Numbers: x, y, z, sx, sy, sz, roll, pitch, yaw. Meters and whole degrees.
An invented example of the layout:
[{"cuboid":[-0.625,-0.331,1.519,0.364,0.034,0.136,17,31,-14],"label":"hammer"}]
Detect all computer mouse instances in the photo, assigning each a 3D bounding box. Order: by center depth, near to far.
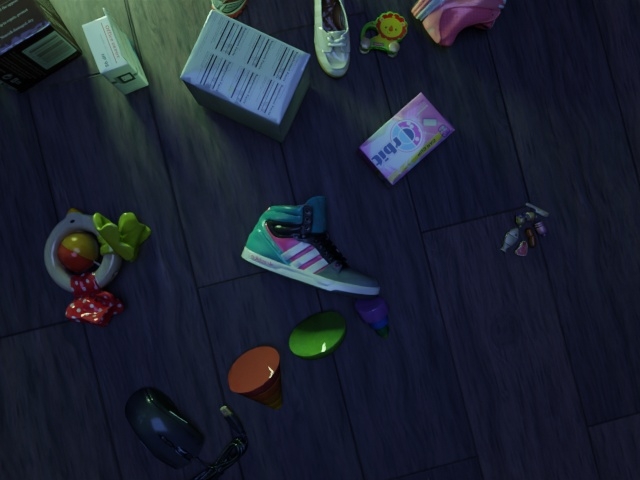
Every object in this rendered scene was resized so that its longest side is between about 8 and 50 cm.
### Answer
[{"cuboid":[-0.277,0.395,1.179,0.184,0.060,0.262,-39,90,-2],"label":"computer mouse"}]

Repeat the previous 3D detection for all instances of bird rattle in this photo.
[{"cuboid":[-0.473,0.046,1.175,0.207,0.143,0.253,30,101,10],"label":"bird rattle"}]

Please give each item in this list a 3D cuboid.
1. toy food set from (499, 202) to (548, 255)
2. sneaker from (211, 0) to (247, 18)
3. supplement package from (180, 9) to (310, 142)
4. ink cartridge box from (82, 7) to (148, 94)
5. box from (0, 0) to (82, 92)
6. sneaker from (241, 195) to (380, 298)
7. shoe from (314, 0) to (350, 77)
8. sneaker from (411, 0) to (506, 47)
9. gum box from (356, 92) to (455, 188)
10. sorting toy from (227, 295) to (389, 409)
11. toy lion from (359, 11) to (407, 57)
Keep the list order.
[{"cuboid":[0.451,-0.017,1.234,0.078,0.019,0.122,26,88,-1],"label":"toy food set"},{"cuboid":[-0.154,-0.576,1.191,0.088,0.093,0.225,29,87,-1],"label":"sneaker"},{"cuboid":[-0.140,-0.318,1.134,0.203,0.194,0.149,25,89,-2],"label":"supplement package"},{"cuboid":[-0.413,-0.374,1.133,0.060,0.180,0.104,-22,89,-2],"label":"ink cartridge box"},{"cuboid":[-0.627,-0.441,1.133,0.167,0.168,0.203,-33,90,-2],"label":"box"},{"cuboid":[0.000,0.000,1.166,0.295,0.124,0.178,18,96,5],"label":"sneaker"},{"cuboid":[0.021,-0.459,1.210,0.076,0.058,0.219,-8,89,-2],"label":"shoe"},{"cuboid":[0.354,-0.528,1.213,0.314,0.116,0.136,-31,100,4],"label":"sneaker"},{"cuboid":[0.183,-0.215,1.208,0.188,0.062,0.107,-42,90,-2],"label":"gum box"},{"cuboid":[-0.007,0.246,1.189,0.365,0.127,0.126,-29,119,-5],"label":"sorting toy"},{"cuboid":[0.138,-0.451,1.231,0.100,0.034,0.096,6,81,-1],"label":"toy lion"}]
